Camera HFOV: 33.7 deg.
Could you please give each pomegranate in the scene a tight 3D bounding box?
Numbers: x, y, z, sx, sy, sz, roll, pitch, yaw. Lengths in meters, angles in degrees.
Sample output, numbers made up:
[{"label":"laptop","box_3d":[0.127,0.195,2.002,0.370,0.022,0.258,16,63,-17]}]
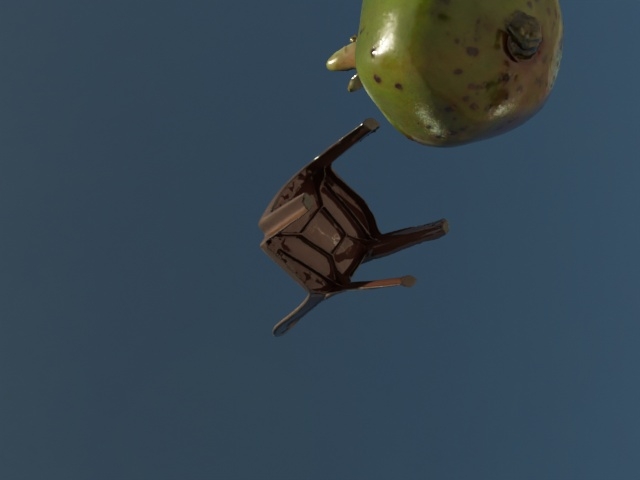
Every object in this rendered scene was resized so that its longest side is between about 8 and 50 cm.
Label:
[{"label":"pomegranate","box_3d":[0.104,-0.174,0.981,0.198,0.246,0.198,35,-133,-47]}]

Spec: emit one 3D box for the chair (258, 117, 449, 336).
[{"label":"chair","box_3d":[0.000,0.000,1.425,0.183,0.326,0.176,45,-124,-12]}]
